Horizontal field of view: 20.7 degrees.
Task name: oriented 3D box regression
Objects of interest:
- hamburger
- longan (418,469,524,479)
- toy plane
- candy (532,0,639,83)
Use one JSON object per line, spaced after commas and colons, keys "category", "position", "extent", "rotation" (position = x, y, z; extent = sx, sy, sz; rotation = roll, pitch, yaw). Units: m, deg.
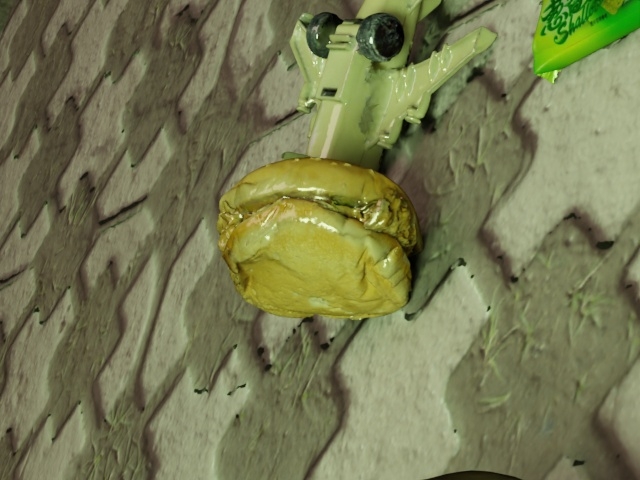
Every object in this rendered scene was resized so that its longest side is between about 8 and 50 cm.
{"category": "hamburger", "position": [0.000, 0.000, 1.251], "extent": [0.147, 0.138, 0.083], "rotation": [-3, 61, 15]}
{"category": "longan", "position": [0.065, 0.246, 0.733], "extent": [0.350, 0.288, 0.288], "rotation": [14, 79, 57]}
{"category": "toy plane", "position": [0.033, -0.124, 1.383], "extent": [0.229, 0.092, 0.244], "rotation": [11, 73, 51]}
{"category": "candy", "position": [0.203, -0.176, 1.151], "extent": [0.178, 0.032, 0.102], "rotation": [-26, 45, 55]}
